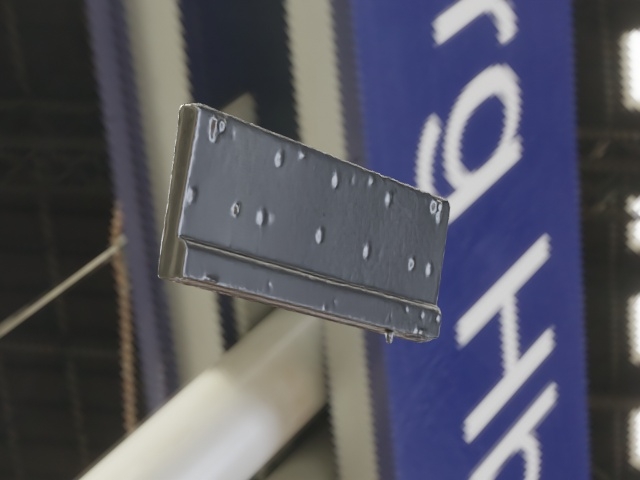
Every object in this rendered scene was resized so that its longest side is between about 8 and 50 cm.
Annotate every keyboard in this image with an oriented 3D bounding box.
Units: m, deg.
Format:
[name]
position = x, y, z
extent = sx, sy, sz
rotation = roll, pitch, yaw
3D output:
[keyboard]
position = 0.000, 0.000, 1.143
extent = 0.018, 0.310, 0.101
rotation = 3, -97, 29
